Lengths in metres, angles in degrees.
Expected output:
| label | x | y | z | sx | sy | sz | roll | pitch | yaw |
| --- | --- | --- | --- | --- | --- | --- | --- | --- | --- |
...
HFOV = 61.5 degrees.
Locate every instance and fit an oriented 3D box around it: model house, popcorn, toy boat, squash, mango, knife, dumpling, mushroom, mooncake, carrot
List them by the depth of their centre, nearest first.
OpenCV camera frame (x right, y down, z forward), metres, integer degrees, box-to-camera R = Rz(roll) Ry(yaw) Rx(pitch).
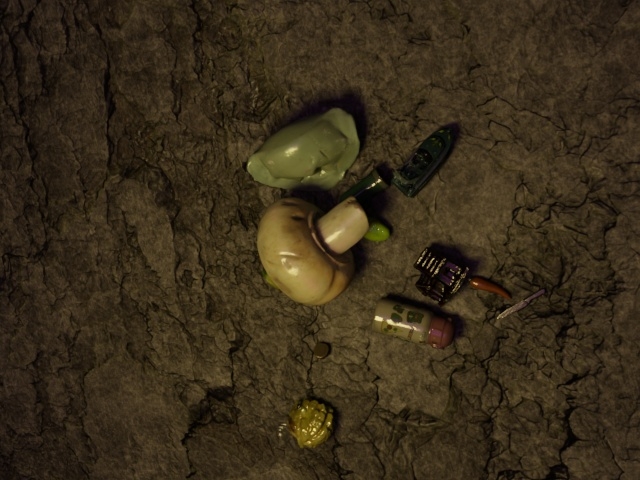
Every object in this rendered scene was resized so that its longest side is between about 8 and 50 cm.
| label | x | y | z | sx | sy | sz | roll | pitch | yaw |
| --- | --- | --- | --- | --- | --- | --- | --- | --- | --- |
| toy boat | 0.312 | -0.239 | 1.619 | 0.246 | 0.103 | 0.093 | -51 | 57 | 16 |
| knife | 0.610 | 0.195 | 1.636 | 0.170 | 0.010 | 0.023 | -38 | 80 | 24 |
| carrot | 0.518 | 0.144 | 1.649 | 0.142 | 0.035 | 0.035 | 22 | 107 | 11 |
| model house | 0.356 | 0.109 | 1.662 | 0.152 | 0.106 | 0.165 | 32 | 105 | 10 |
| mushroom | -0.019 | 0.022 | 1.696 | 0.353 | 0.353 | 0.325 | 16 | 149 | 17 |
| dumpling | -0.043 | -0.292 | 1.699 | 0.321 | 0.270 | 0.211 | -6 | 75 | 45 |
| mango | 0.172 | -0.035 | 1.731 | 0.108 | 0.056 | 0.073 | 20 | 112 | 13 |
| mooncake | -0.062 | 0.519 | 1.853 | 0.346 | 0.057 | 0.150 | -49 | 55 | 2 |
| squash | -0.130 | 0.142 | 1.872 | 0.200 | 0.090 | 0.075 | 8 | 94 | 25 |
| popcorn | -0.035 | 0.636 | 1.899 | 0.174 | 0.142 | 0.173 | -12 | 72 | 40 |

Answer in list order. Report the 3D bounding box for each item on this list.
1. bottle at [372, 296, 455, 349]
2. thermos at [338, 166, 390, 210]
| label | x | y | z | sx | sy | sz | roll | pitch | yaw |
| --- | --- | --- | --- | --- | --- | --- | --- | --- | --- |
| bottle | 0.298 | 0.267 | 1.708 | 0.253 | 0.120 | 0.120 | 15 | 105 | 19 |
| thermos | 0.132 | -0.146 | 1.719 | 0.188 | 0.073 | 0.083 | -36 | 107 | 24 |
